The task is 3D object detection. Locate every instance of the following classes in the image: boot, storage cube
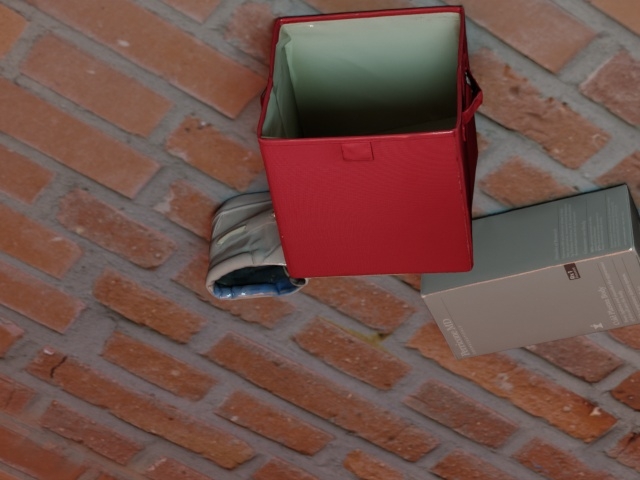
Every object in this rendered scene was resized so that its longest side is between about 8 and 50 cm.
[{"bbox_3d":[0.000,0.000,1.849,0.258,0.123,0.095,-14,132,20],"label":"boot"},{"bbox_3d":[0.055,-0.093,1.704,0.215,0.184,0.193,-2,136,9],"label":"storage cube"}]

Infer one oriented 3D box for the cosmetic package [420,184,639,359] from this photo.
[{"bbox_3d":[0.235,0.037,1.876,0.238,0.107,0.127,-17,134,18],"label":"cosmetic package"}]
